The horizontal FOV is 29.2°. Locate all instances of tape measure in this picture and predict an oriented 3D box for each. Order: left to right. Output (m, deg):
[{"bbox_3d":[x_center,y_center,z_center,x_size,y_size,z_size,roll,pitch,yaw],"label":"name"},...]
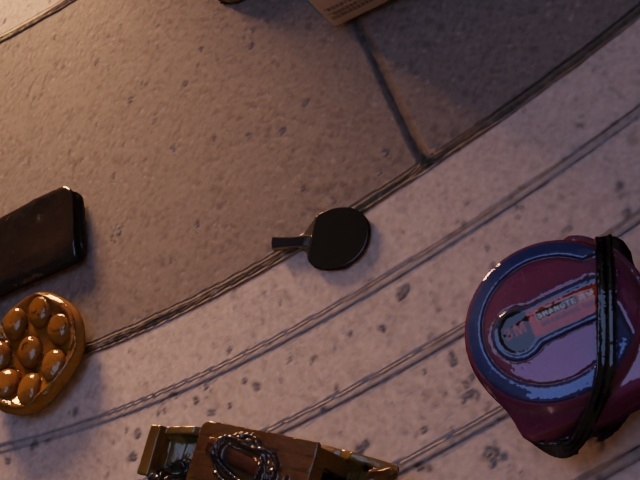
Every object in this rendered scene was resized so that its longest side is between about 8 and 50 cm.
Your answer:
[{"bbox_3d":[0.150,0.062,0.731,0.118,0.074,0.125,-27,59,15],"label":"tape measure"}]

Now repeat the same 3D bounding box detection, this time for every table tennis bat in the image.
[{"bbox_3d":[0.000,0.000,0.910,0.083,0.007,0.050,-6,64,31],"label":"table tennis bat"}]

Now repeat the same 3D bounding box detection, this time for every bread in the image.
[{"bbox_3d":[-0.238,0.093,1.017,0.110,0.024,0.110,-15,59,27],"label":"bread"}]

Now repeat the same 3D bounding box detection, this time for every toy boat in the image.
[{"bbox_3d":[-0.042,0.154,0.813,0.201,0.077,0.057,4,70,36],"label":"toy boat"}]

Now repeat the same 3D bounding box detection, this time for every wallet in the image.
[{"bbox_3d":[-0.271,0.010,1.087,0.157,0.018,0.082,-24,56,24],"label":"wallet"}]

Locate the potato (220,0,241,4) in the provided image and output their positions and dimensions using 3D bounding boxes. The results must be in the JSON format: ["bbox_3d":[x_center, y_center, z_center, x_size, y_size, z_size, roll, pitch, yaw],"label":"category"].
[{"bbox_3d":[-0.095,-0.247,1.084,0.037,0.036,0.093,-29,54,16],"label":"potato"}]

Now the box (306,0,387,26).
[{"bbox_3d":[0.068,-0.273,0.960,0.194,0.073,0.139,-22,56,25],"label":"box"}]
